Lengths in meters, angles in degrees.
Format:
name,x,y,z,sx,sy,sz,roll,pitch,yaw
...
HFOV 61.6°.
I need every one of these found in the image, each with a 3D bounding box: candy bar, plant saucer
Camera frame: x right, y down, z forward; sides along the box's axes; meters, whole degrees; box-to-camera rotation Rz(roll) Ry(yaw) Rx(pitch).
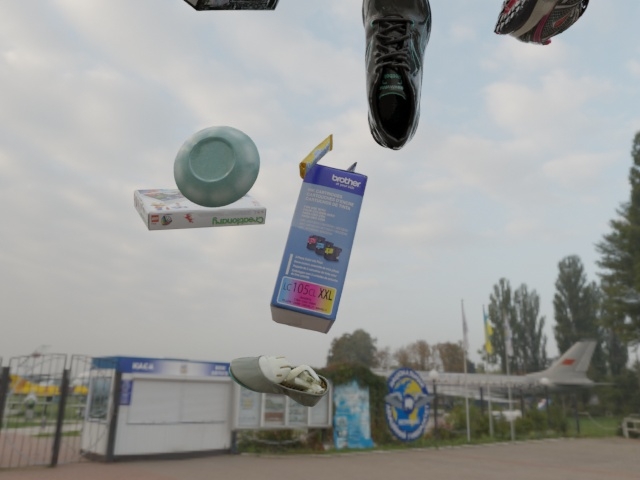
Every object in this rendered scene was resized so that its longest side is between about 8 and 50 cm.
name,x,y,z,sx,sy,sz,roll,pitch,yaw
candy bar,-0.008,-0.179,1.135,0.018,0.161,0.040,15,-53,18
plant saucer,-0.229,-0.168,1.157,0.194,0.195,0.037,0,-15,5

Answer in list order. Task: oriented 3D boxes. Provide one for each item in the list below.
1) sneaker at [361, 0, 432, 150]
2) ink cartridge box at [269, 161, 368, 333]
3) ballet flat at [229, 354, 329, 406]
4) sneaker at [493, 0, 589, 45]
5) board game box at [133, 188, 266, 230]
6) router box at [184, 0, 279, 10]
name,x,y,z,sx,sy,sz,roll,pitch,yaw
sneaker,0.110,-0.257,0.758,0.101,0.268,0.106,-3,20,8
ink cartridge box,0.000,0.000,1.266,0.151,0.396,0.270,13,-16,0
ballet flat,-0.063,0.231,0.926,0.068,0.072,0.213,-43,-47,14
sneaker,0.410,-0.421,0.887,0.111,0.121,0.299,18,-4,-9
board game box,-0.320,-0.089,1.423,0.305,0.053,0.193,-4,23,-28
router box,-0.078,-0.330,0.605,0.133,0.046,0.179,-54,-6,32
